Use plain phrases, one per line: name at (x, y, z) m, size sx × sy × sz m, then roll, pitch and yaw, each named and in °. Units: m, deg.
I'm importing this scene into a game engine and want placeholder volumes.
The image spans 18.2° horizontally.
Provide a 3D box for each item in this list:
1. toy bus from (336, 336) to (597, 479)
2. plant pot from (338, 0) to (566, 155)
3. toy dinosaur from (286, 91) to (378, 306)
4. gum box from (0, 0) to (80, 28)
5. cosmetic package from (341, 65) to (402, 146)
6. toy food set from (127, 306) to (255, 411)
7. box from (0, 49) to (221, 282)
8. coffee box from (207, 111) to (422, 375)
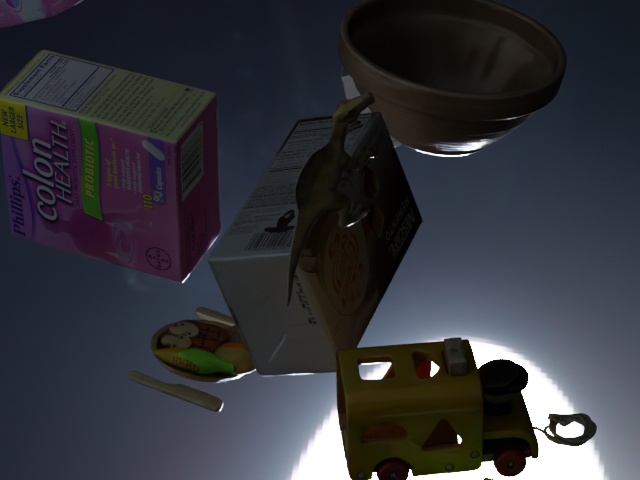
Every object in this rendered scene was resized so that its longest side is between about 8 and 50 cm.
toy bus at (0.106, 0.133, 1.672) m, size 0.191 × 0.202 × 0.104 m, roll 22°, pitch -49°, yaw 32°
plant pot at (0.132, -0.163, 2.092) m, size 0.237 × 0.237 × 0.110 m, roll -124°, pitch -146°, yaw -50°
toy dinosaur at (0.000, -0.039, 1.630) m, size 0.053 × 0.092 × 0.183 m, roll 23°, pitch -82°, yaw 25°
gum box at (-0.308, -0.289, 2.095) m, size 0.188 × 0.062 × 0.107 m, roll 2°, pitch -57°, yaw 62°
cosmetic package at (0.064, -0.175, 2.477) m, size 0.239 × 0.060 × 0.099 m, roll -84°, pitch 160°, yaw -79°
toy food set at (-0.124, 0.116, 2.242) m, size 0.192 × 0.132 × 0.039 m, roll -47°, pitch 150°, yaw -58°
box at (-0.255, -0.091, 2.439) m, size 0.117 × 0.243 × 0.214 m, roll -55°, pitch 154°, yaw -47°
coffee box at (0.000, 0.000, 1.933) m, size 0.098 × 0.141 × 0.246 m, roll -5°, pitch -148°, yaw 27°
